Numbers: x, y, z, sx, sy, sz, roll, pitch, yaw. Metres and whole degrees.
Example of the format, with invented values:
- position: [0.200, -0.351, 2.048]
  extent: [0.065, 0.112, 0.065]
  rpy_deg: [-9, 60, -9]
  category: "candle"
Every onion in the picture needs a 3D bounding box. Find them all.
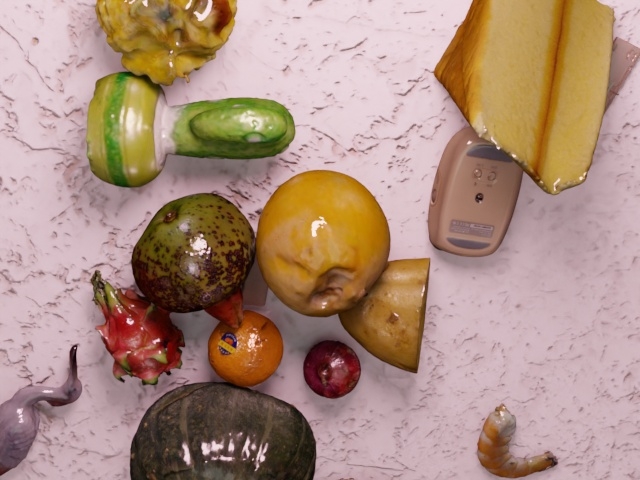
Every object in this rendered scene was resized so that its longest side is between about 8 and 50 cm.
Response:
- position: [0.019, 0.234, 1.976]
  extent: [0.107, 0.097, 0.107]
  rpy_deg: [2, 98, 13]
  category: "onion"

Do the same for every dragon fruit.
- position: [-0.320, 0.144, 1.898]
  extent: [0.137, 0.135, 0.235]
  rpy_deg: [-16, 109, 7]
  category: "dragon fruit"

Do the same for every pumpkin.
- position: [-0.175, 0.404, 1.950]
  extent: [0.328, 0.257, 0.291]
  rpy_deg: [7, 126, 3]
  category: "pumpkin"

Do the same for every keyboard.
- position: [0.475, -0.257, 1.841]
  extent: [0.055, 0.017, 0.166]
  rpy_deg: [25, 109, -8]
  category: "keyboard"

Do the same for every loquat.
- position: [0.000, 0.000, 1.798]
  extent: [0.244, 0.244, 0.243]
  rpy_deg: [-1, 112, -3]
  category: "loquat"

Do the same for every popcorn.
- position: [-0.235, -0.348, 1.681]
  extent: [0.218, 0.169, 0.189]
  rpy_deg: [-10, 121, -19]
  category: "popcorn"

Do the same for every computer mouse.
- position: [0.262, -0.084, 1.863]
  extent: [0.145, 0.082, 0.236]
  rpy_deg: [6, 114, -7]
  category: "computer mouse"

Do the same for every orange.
- position: [-0.128, 0.191, 1.934]
  extent: [0.135, 0.135, 0.117]
  rpy_deg: [-49, 140, 15]
  category: "orange"

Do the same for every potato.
- position: [0.108, 0.122, 1.904]
  extent: [0.158, 0.178, 0.203]
  rpy_deg: [4, 131, 11]
  category: "potato"

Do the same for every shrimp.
- position: [0.381, 0.387, 2.084]
  extent: [0.166, 0.049, 0.161]
  rpy_deg: [7, 114, -8]
  category: "shrimp"

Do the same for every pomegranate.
- position: [-0.196, 0.050, 1.830]
  extent: [0.214, 0.214, 0.247]
  rpy_deg: [-22, 117, 6]
  category: "pomegranate"

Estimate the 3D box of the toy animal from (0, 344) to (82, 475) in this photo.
- position: [-0.552, 0.326, 1.981]
  extent: [0.324, 0.090, 0.195]
  rpy_deg: [-18, 112, 7]
  category: "toy animal"

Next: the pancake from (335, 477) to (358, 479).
- position: [0.075, 0.574, 2.143]
  extent: [0.283, 0.049, 0.282]
  rpy_deg: [-2, 112, -6]
  category: "pancake"

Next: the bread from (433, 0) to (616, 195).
- position: [0.335, -0.248, 1.652]
  extent: [0.233, 0.361, 0.245]
  rpy_deg: [23, 112, -12]
  category: "bread"

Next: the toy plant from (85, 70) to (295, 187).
- position: [-0.197, -0.171, 1.740]
  extent: [0.316, 0.224, 0.184]
  rpy_deg: [2, 86, 2]
  category: "toy plant"

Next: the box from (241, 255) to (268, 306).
- position: [-0.112, 0.061, 1.933]
  extent: [0.048, 0.025, 0.115]
  rpy_deg: [6, 112, -11]
  category: "box"
